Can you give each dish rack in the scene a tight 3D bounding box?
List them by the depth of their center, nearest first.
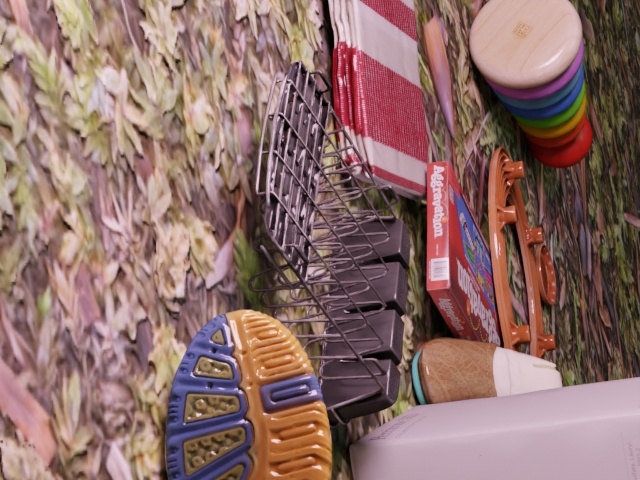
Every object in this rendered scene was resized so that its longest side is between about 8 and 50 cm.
[{"bbox_3d":[0.000,0.000,1.275,0.271,0.074,0.208,56,30,-45],"label":"dish rack"}]

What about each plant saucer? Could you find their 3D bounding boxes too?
[{"bbox_3d":[0.301,0.047,2.132,0.083,0.013,0.083,-10,90,-69],"label":"plant saucer"}]

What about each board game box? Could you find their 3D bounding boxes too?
[{"bbox_3d":[0.158,0.044,1.699,0.281,0.027,0.145,56,33,-59],"label":"board game box"}]

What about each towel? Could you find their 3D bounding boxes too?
[{"bbox_3d":[0.053,-0.210,1.555,0.237,0.037,0.329,12,72,-71],"label":"towel"}]

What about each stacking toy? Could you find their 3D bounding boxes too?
[{"bbox_3d":[0.291,-0.188,2.071,0.330,0.141,0.141,57,31,-60],"label":"stacking toy"}]

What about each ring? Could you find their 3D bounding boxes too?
[{"bbox_3d":[0.249,0.052,1.923,0.336,0.032,0.336,-8,90,-76],"label":"ring"}]

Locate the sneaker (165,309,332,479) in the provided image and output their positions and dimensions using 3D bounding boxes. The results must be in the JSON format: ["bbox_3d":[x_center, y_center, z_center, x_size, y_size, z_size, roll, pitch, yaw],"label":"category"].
[{"bbox_3d":[-0.039,0.197,1.075,0.131,0.112,0.296,110,-30,-81],"label":"sneaker"}]

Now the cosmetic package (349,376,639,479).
[{"bbox_3d":[0.242,0.210,1.379,0.217,0.385,0.156,-12,94,-72],"label":"cosmetic package"}]

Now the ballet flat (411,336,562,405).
[{"bbox_3d":[0.206,0.178,1.665,0.342,0.124,0.116,48,36,-55],"label":"ballet flat"}]
